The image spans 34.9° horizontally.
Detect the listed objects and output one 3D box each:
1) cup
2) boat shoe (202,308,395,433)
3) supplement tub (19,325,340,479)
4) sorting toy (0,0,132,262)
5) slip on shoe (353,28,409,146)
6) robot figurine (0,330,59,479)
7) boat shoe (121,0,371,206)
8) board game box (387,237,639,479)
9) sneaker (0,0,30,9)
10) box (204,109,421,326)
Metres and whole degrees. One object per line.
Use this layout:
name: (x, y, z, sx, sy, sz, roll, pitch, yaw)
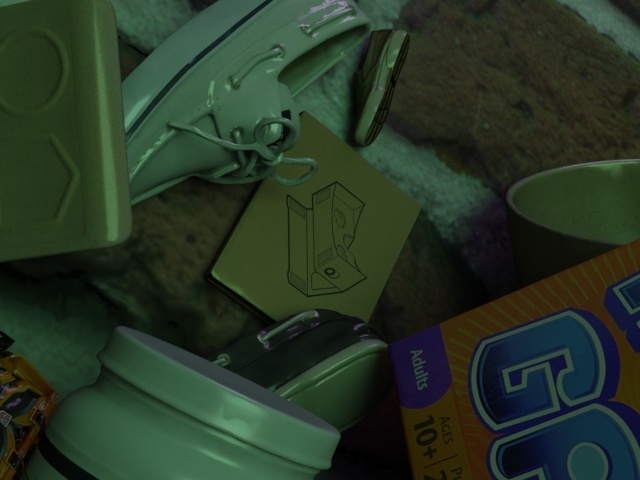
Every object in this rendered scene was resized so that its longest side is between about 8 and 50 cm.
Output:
cup: (0.353, 0.067, 1.039, 0.331, 0.331, 0.236, -14, 112, -34)
boat shoe: (-0.091, 0.152, 0.849, 0.335, 0.095, 0.112, -23, 125, -25)
supplement tub: (-0.119, 0.214, 0.665, 0.191, 0.191, 0.272, 28, 84, -23)
sorting toy: (-0.246, -0.078, 0.770, 0.208, 0.038, 0.193, -7, 84, 12)
slip on shoe: (0.052, -0.158, 1.040, 0.041, 0.051, 0.135, 15, 75, 14)
robot figurine: (-0.301, 0.086, 0.688, 0.291, 0.085, 0.211, 43, 31, -18)
boat shoe: (-0.067, -0.109, 0.890, 0.156, 0.136, 0.367, 40, 53, 2)
board game box: (0.305, 0.240, 0.771, 0.356, 0.357, 0.356, 54, 18, -37)
sneaker: (-0.247, -0.298, 0.840, 0.152, 0.114, 0.305, -5, 81, -32)
box: (0.000, 0.000, 0.978, 0.164, 0.021, 0.201, 38, 61, -19)
